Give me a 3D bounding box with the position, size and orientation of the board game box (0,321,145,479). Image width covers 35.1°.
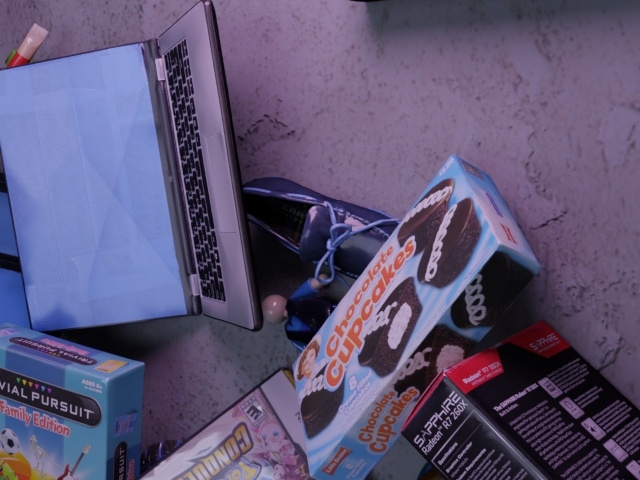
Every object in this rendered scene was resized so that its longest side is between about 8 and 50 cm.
[{"bbox_3d":[-0.373,0.308,1.410,0.254,0.079,0.336,11,106,28],"label":"board game box"}]

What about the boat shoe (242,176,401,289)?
[{"bbox_3d":[0.000,0.000,1.204,0.258,0.089,0.109,18,107,30],"label":"boat shoe"}]

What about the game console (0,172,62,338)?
[{"bbox_3d":[-0.506,0.041,1.531,0.293,0.173,0.250,10,129,35],"label":"game console"}]

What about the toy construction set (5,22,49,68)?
[{"bbox_3d":[-0.512,-0.383,1.465,0.309,0.257,0.237,41,109,1],"label":"toy construction set"}]

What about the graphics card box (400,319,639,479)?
[{"bbox_3d":[0.276,0.251,0.955,0.371,0.233,0.094,44,120,22],"label":"graphics card box"}]

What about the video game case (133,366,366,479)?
[{"bbox_3d":[-0.083,0.340,1.284,0.275,0.035,0.248,-38,73,4],"label":"video game case"}]

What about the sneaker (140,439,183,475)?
[{"bbox_3d":[-0.236,0.353,1.462,0.221,0.087,0.083,-27,50,27],"label":"sneaker"}]

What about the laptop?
[{"bbox_3d":[-0.265,-0.068,1.290,0.408,0.236,0.382,-178,78,-70],"label":"laptop"}]

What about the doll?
[{"bbox_3d":[0.005,0.102,1.248,0.189,0.046,0.129,15,116,36],"label":"doll"}]

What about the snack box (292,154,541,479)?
[{"bbox_3d":[0.086,0.085,1.060,0.322,0.060,0.187,-54,23,22],"label":"snack box"}]

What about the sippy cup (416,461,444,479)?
[{"bbox_3d":[0.151,0.344,1.071,0.305,0.224,0.240,34,117,27],"label":"sippy cup"}]
